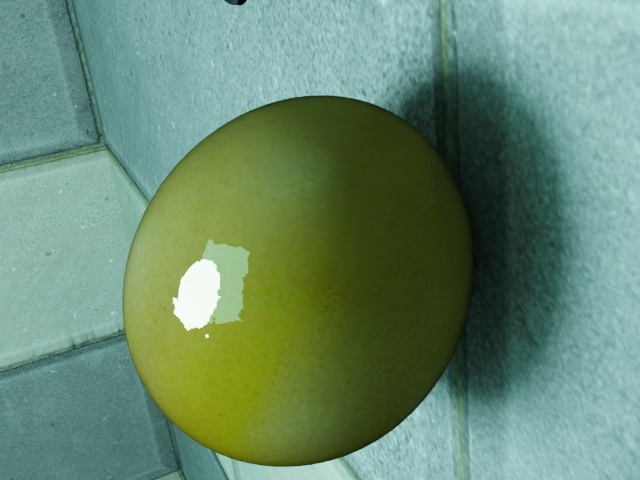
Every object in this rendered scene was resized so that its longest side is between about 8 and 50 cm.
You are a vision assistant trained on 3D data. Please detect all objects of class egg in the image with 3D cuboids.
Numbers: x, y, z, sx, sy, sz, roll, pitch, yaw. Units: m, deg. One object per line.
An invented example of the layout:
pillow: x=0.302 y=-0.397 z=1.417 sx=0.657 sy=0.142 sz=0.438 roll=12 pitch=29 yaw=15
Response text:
egg: x=-0.016 y=0.031 z=0.576 sx=0.250 sy=0.250 sz=0.322 roll=64 pitch=149 yaw=25

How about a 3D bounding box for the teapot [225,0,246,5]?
teapot: x=-0.077 y=-0.283 z=0.748 sx=0.096 sy=0.087 sz=0.177 roll=49 pitch=159 yaw=0
